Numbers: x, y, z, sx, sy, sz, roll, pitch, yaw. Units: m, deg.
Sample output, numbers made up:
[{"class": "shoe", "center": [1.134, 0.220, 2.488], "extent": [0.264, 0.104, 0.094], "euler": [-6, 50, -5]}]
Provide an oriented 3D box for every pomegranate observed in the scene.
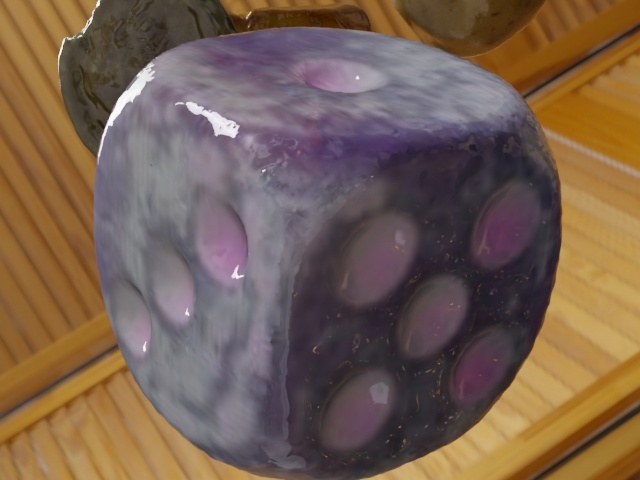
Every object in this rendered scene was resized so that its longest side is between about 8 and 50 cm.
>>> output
[{"class": "pomegranate", "center": [0.153, -0.301, 1.265], "extent": [0.196, 0.196, 0.196], "euler": [55, 168, 17]}]

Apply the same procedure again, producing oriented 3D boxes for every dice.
[{"class": "dice", "center": [0.000, 0.000, 0.907], "extent": [0.270, 0.270, 0.271], "euler": [34, 127, 45]}]

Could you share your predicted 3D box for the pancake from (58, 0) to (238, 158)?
[{"class": "pancake", "center": [-0.180, -0.168, 1.225], "extent": [0.042, 0.236, 0.222], "euler": [-27, -89, -59]}]

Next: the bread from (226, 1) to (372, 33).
[{"class": "bread", "center": [-0.046, -0.223, 1.390], "extent": [0.094, 0.245, 0.102], "euler": [8, 104, 60]}]
